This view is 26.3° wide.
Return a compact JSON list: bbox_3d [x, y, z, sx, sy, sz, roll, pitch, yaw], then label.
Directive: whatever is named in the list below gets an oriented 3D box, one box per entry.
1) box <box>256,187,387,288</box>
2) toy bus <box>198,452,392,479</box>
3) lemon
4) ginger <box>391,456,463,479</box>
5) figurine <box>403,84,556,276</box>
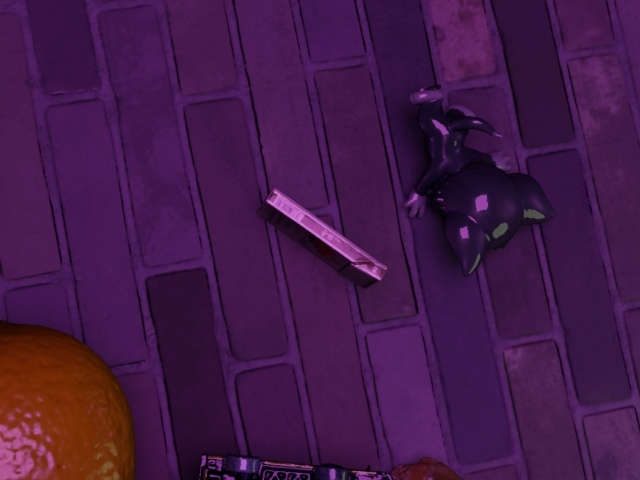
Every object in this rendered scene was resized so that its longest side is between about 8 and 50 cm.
[{"bbox_3d":[0.000,0.000,1.962,0.198,0.109,0.029,35,78,-3],"label":"box"},{"bbox_3d":[-0.040,0.362,1.880,0.262,0.150,0.128,7,81,-4],"label":"toy bus"},{"bbox_3d":[-0.387,0.271,1.751,0.336,0.336,0.336,2,81,-10],"label":"lemon"},{"bbox_3d":[0.184,0.383,1.958,0.190,0.069,0.095,44,99,-2],"label":"ginger"},{"bbox_3d":[0.224,-0.107,2.007,0.193,0.140,0.265,-23,110,-30],"label":"figurine"}]
